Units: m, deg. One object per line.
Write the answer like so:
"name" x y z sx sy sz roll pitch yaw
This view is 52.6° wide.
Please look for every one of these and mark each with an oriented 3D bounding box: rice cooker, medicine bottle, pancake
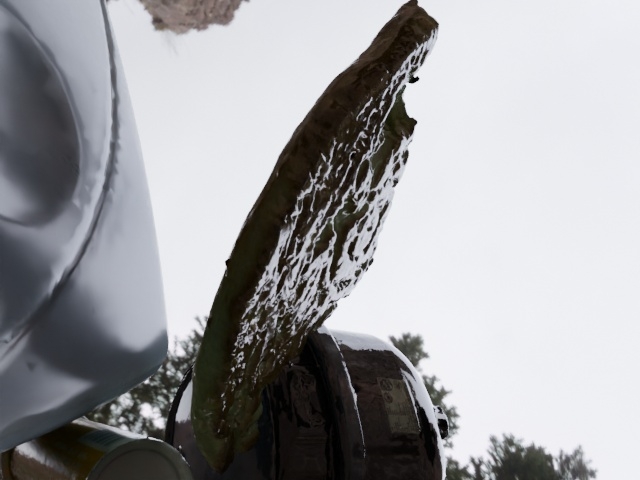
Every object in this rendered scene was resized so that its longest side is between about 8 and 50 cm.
"rice cooker" -0.012 0.210 0.641 0.267 0.225 0.267 -28 -125 48
"medicine bottle" -0.157 0.150 0.424 0.218 0.074 0.073 -15 -130 54
"pancake" -0.005 -0.003 0.477 0.054 0.197 0.376 29 -89 25

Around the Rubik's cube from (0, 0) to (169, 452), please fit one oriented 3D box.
"Rubik's cube" -0.325 -0.027 0.370 0.352 0.347 0.351 -16 -95 12
